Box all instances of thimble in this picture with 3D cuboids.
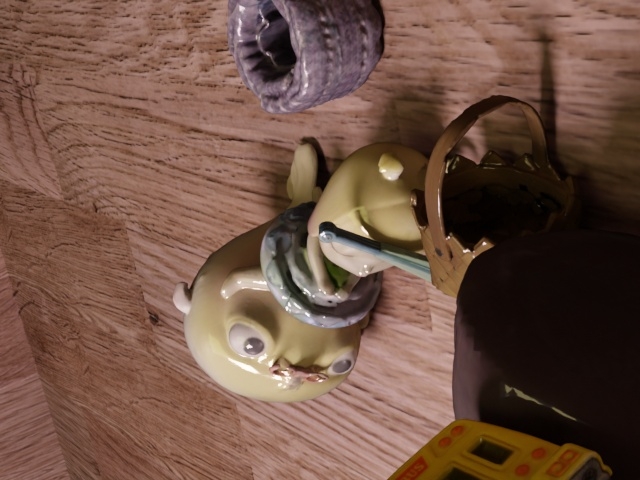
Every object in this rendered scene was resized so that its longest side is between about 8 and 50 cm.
[{"bbox_3d":[-0.017,-0.199,1.022,0.150,0.097,0.150,35,136,43],"label":"thimble"}]

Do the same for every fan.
[{"bbox_3d":[0.082,0.022,0.946,0.038,0.193,0.016,-53,27,37],"label":"fan"}]

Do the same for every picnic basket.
[{"bbox_3d":[0.138,-0.033,0.855,0.137,0.128,0.178,26,147,45],"label":"picnic basket"}]

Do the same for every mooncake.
[{"bbox_3d":[0.205,0.097,0.731,0.245,0.245,0.133,36,137,42],"label":"mooncake"}]

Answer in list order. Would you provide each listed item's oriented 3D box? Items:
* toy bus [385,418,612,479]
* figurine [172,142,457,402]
[{"bbox_3d":[0.146,0.277,0.656,0.152,0.144,0.330,13,135,55],"label":"toy bus"},{"bbox_3d":[0.000,0.000,1.083,0.394,0.226,0.275,-43,44,52],"label":"figurine"}]
